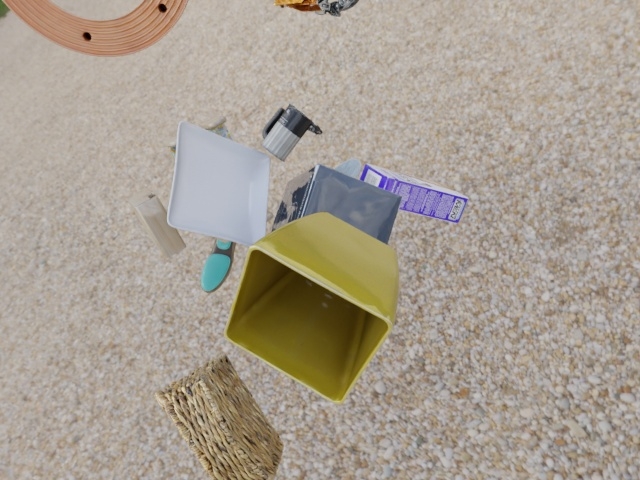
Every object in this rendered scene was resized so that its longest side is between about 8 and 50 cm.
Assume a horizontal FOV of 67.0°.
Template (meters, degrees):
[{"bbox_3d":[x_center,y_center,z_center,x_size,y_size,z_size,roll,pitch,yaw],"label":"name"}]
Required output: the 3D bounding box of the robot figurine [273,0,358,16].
[{"bbox_3d":[0.001,-0.671,1.208,0.291,0.211,0.085,18,27,36],"label":"robot figurine"}]

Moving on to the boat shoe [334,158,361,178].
[{"bbox_3d":[0.060,-0.186,1.682,0.226,0.076,0.083,-46,66,2],"label":"boat shoe"}]

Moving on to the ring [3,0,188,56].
[{"bbox_3d":[-0.359,-0.456,0.737,0.336,0.336,0.032,-26,31,14],"label":"ring"}]

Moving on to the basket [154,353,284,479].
[{"bbox_3d":[-0.260,0.461,1.121,0.223,0.299,0.213,-31,4,8],"label":"basket"}]

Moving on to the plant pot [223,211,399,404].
[{"bbox_3d":[0.005,0.080,0.748,0.212,0.212,0.187,28,40,6],"label":"plant pot"}]

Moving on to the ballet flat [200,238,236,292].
[{"bbox_3d":[-0.403,0.057,2.008,0.116,0.124,0.342,9,79,8],"label":"ballet flat"}]

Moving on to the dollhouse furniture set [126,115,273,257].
[{"bbox_3d":[-0.371,-0.144,1.509,0.394,0.362,0.256,-32,25,-18],"label":"dollhouse furniture set"}]

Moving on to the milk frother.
[{"bbox_3d":[-0.075,-0.284,1.330,0.135,0.143,0.129,-51,32,10],"label":"milk frother"}]

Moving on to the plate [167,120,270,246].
[{"bbox_3d":[-0.257,-0.132,1.240,0.045,0.277,0.278,-17,65,45],"label":"plate"}]

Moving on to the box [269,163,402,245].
[{"bbox_3d":[0.000,0.000,1.216,0.395,0.212,0.293,-172,100,-77],"label":"box"}]

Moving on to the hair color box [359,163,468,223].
[{"bbox_3d":[0.323,-0.166,1.702,0.110,0.339,0.185,-70,26,17],"label":"hair color box"}]
